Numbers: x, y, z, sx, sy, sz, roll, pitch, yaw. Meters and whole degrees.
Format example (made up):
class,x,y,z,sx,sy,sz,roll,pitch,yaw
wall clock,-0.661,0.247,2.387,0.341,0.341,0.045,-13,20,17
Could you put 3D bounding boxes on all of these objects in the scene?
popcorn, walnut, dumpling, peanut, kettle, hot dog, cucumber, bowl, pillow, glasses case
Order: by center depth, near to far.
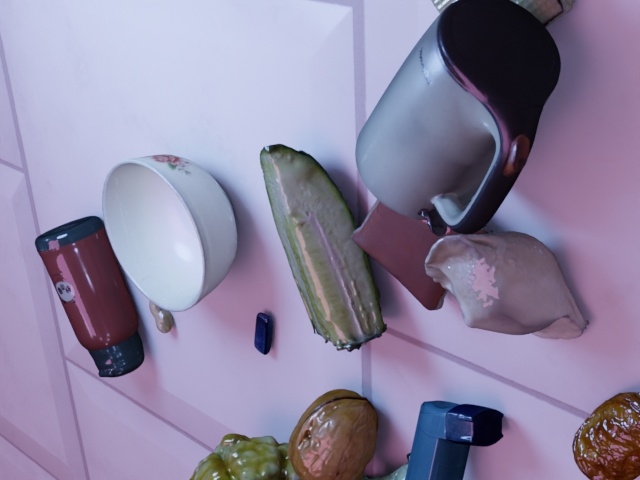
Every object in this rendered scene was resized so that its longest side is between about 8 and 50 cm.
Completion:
class,x,y,z,sx,sy,sz,roll,pitch,yaw
kettle,0.162,-0.127,1.050,0.255,0.165,0.240,126,140,-58
hot dog,0.384,0.247,1.157,0.099,0.065,0.147,48,127,17
dumpling,0.220,0.059,1.175,0.166,0.215,0.126,-23,63,58
pillow,0.135,-0.007,1.265,0.171,0.075,0.179,41,138,13
cucumber,0.001,-0.001,1.397,0.325,0.105,0.145,68,166,-7
walnut,0.022,0.326,1.512,0.144,0.144,0.180,35,102,28
bowl,-0.243,-0.029,1.599,0.277,0.145,0.277,25,129,35
glasses case,-0.100,0.164,1.650,0.033,0.023,0.083,34,131,36
popcorn,-0.117,0.512,1.665,0.274,0.279,0.335,40,131,48
peanut,-0.325,0.148,1.868,0.037,0.037,0.083,-20,98,50

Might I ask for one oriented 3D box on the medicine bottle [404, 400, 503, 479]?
class,x,y,z,sx,sy,sz,roll,pitch,yaw
medicine bottle,0.181,0.349,1.360,0.124,0.079,0.258,23,104,46

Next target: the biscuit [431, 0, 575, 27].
class,x,y,z,sx,sy,sz,roll,pitch,yaw
biscuit,0.173,-0.334,1.061,0.252,0.052,0.150,56,144,2

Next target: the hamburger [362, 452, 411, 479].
class,x,y,z,sx,sy,sz,roll,pitch,yaw
hamburger,0.117,0.498,1.513,0.276,0.150,0.261,-27,89,51

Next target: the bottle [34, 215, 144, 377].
class,x,y,z,sx,sy,sz,roll,pitch,yaw
bottle,-0.470,0.126,1.925,0.144,0.144,0.336,-4,109,47
